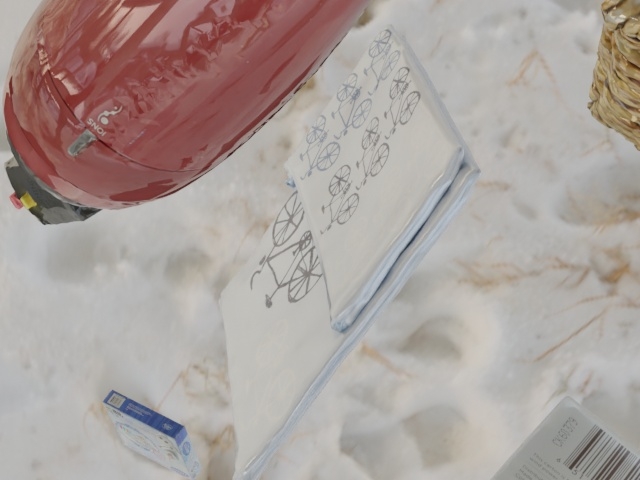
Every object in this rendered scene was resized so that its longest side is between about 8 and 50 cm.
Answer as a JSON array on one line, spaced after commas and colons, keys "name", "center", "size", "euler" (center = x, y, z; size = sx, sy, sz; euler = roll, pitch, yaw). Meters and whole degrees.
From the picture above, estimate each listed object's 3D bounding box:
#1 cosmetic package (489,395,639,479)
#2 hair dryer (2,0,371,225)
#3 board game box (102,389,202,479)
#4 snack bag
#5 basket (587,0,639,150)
[{"name": "cosmetic package", "center": [0.192, 0.263, 1.053], "size": [0.151, 0.184, 0.151], "euler": [38, 44, 16]}, {"name": "hair dryer", "center": [-0.036, -0.109, 0.455], "size": [0.080, 0.293, 0.224], "euler": [35, 77, -20]}, {"name": "board game box", "center": [-0.167, 0.195, 1.271], "size": [0.090, 0.090, 0.020], "euler": [23, 59, 23]}, {"name": "snack bag", "center": [0.000, 0.000, 1.114], "size": [0.037, 0.342, 0.323], "euler": [27, 21, -21]}, {"name": "basket", "center": [0.291, -0.068, 0.556], "size": [0.299, 0.223, 0.213], "euler": [42, 92, 12]}]
